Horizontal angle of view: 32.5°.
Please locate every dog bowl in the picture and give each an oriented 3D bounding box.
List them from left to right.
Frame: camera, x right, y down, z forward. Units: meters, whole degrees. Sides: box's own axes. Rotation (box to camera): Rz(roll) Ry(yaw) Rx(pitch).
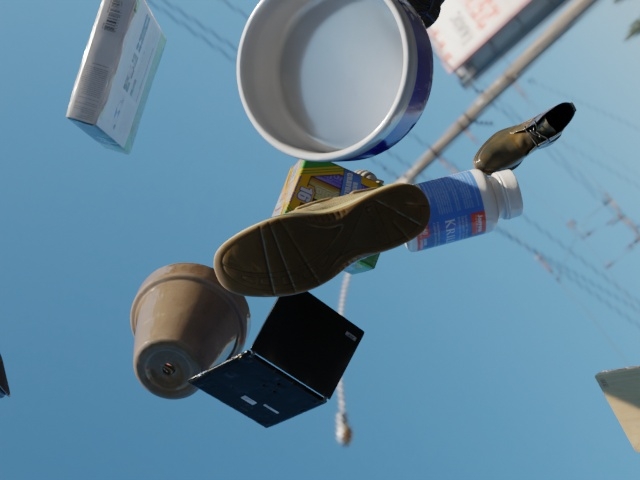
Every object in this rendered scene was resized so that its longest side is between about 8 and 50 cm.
[{"bbox_3d":[0.021,-0.242,1.537,0.265,0.265,0.104,55,-158,13],"label":"dog bowl"}]

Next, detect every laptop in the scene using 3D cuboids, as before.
[{"bbox_3d":[-0.086,0.232,2.177,0.234,0.264,0.137,37,-141,-34],"label":"laptop"}]

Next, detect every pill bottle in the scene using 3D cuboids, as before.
[{"bbox_3d":[0.256,-0.062,2.035,0.124,0.221,0.124,165,90,-86],"label":"pill bottle"}]

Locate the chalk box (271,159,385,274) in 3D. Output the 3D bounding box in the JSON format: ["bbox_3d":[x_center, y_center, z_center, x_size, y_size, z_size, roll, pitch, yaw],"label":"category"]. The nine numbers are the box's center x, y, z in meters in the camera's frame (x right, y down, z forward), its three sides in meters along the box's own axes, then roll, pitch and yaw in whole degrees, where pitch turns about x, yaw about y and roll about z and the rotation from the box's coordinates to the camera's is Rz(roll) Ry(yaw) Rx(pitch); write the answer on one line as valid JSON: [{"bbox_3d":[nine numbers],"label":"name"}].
[{"bbox_3d":[0.052,-0.039,2.343,0.289,0.179,0.180,24,168,-8],"label":"chalk box"}]

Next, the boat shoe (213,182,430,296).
[{"bbox_3d":[0.000,0.000,1.697,0.110,0.341,0.122,-149,43,-79],"label":"boat shoe"}]

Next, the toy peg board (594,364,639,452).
[{"bbox_3d":[0.590,0.279,1.920,0.079,0.161,0.161,-29,-89,-26],"label":"toy peg board"}]

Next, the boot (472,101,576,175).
[{"bbox_3d":[0.387,-0.199,2.077,0.219,0.106,0.082,-30,-101,-26],"label":"boot"}]

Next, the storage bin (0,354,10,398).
[{"bbox_3d":[-0.518,0.196,1.604,0.135,0.091,0.098,90,161,-66],"label":"storage bin"}]

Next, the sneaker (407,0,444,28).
[{"bbox_3d":[0.209,-0.479,2.276,0.083,0.087,0.221,41,-126,0],"label":"sneaker"}]

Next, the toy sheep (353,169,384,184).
[{"bbox_3d":[0.108,-0.137,2.757,0.091,0.132,0.091,9,-105,-39],"label":"toy sheep"}]

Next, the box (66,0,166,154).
[{"bbox_3d":[-0.343,-0.284,1.882,0.058,0.232,0.322,17,176,2],"label":"box"}]

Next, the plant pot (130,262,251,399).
[{"bbox_3d":[-0.290,0.209,2.300,0.263,0.263,0.229,43,-158,-12],"label":"plant pot"}]
